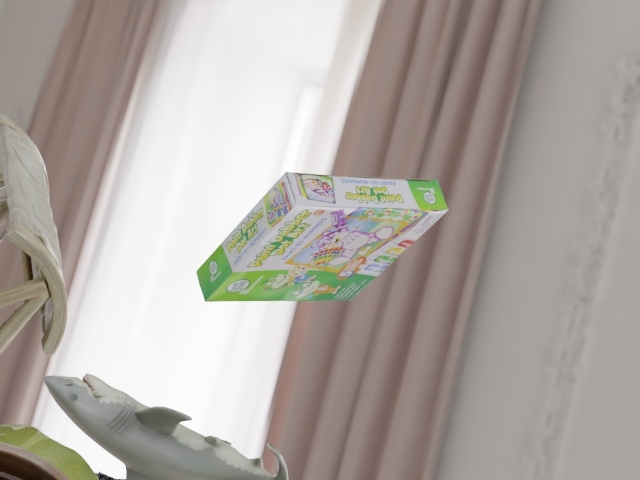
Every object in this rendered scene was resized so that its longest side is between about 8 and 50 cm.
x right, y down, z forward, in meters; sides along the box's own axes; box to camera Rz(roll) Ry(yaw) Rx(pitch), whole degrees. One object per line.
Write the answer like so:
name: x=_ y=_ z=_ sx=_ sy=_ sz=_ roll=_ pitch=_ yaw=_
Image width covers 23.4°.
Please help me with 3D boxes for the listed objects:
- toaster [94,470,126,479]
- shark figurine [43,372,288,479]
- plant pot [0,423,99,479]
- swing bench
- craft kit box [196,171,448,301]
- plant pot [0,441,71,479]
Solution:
toaster: x=-0.229 y=0.420 z=2.151 sx=0.186 sy=0.168 sz=0.110 roll=2 pitch=26 yaw=-4
shark figurine: x=-0.131 y=0.226 z=1.462 sx=0.278 sy=0.116 sz=0.166 roll=21 pitch=-14 yaw=24
plant pot: x=-0.323 y=0.294 z=1.386 sx=0.276 sy=0.276 sz=0.254 roll=12 pitch=20 yaw=17
swing bench: x=-0.390 y=0.034 z=1.709 sx=0.165 sy=0.255 sz=0.253 roll=52 pitch=9 yaw=-34
craft kit box: x=0.000 y=0.000 z=2.034 sx=0.247 sy=0.061 sz=0.250 roll=3 pitch=-33 yaw=-34
plant pot: x=-0.221 y=0.217 z=0.946 sx=0.167 sy=0.167 sz=0.165 roll=16 pitch=-20 yaw=-10
